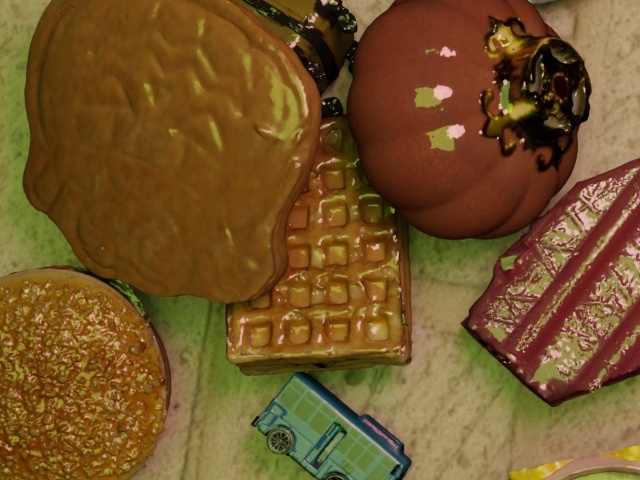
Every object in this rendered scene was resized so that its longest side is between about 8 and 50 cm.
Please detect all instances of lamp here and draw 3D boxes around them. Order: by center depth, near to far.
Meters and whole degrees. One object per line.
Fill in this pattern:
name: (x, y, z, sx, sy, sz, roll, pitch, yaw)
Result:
lamp: (0.177, -0.150, 1.738, 0.239, 0.305, 0.305, -10, 83, 46)

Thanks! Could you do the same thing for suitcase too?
suitcase: (-0.070, -0.246, 1.842, 0.235, 0.194, 0.143, 32, 85, 13)

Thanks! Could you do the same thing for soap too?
soap: (0.335, 0.041, 1.793, 0.220, 0.127, 0.325, 41, 92, 9)

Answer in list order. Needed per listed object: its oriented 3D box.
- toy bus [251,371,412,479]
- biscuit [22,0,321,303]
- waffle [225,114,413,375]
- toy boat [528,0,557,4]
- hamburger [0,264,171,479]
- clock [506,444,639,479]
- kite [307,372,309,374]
toy bus: (0.019, 0.244, 1.851, 0.185, 0.090, 0.106, 39, 90, 10)
biscuit: (-0.185, -0.118, 1.767, 0.385, 0.062, 0.365, 19, 107, 25)
waffle: (0.000, 0.000, 1.835, 0.213, 0.091, 0.308, -3, 72, 8)
toy boat: (0.315, -0.367, 1.816, 0.309, 0.142, 0.129, -31, 81, 5)
hamburger: (-0.320, 0.175, 1.868, 0.302, 0.170, 0.302, -1, 86, 9)
clock: (0.333, 0.424, 1.708, 0.368, 0.250, 0.376, -12, 78, 7)
kite: (-0.016, 0.090, 1.875, 0.183, 0.010, 0.160, -4, 61, 4)
